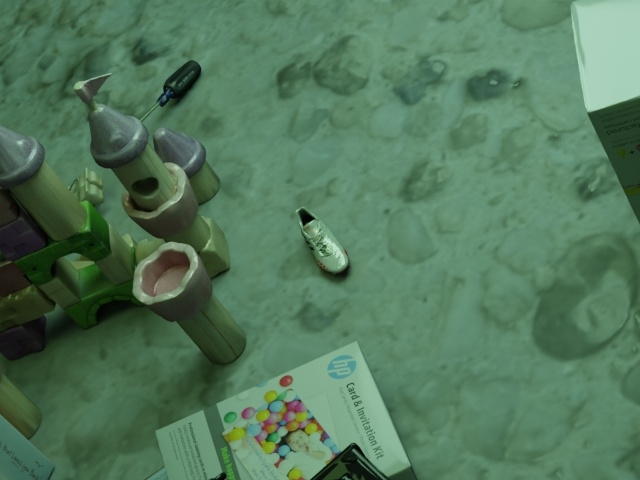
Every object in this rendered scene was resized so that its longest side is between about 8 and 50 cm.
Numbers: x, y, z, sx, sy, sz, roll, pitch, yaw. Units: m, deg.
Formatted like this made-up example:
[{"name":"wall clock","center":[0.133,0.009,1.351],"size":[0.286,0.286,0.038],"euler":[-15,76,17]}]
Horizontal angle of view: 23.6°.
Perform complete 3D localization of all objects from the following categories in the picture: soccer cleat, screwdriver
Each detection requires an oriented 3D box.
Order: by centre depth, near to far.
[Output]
[{"name":"soccer cleat","center":[0.000,0.000,1.409],"size":[0.029,0.035,0.083],"euler":[-34,43,1]},{"name":"screwdriver","center":[-0.179,-0.135,1.626],"size":[0.024,0.025,0.170],"euler":[14,52,32]}]

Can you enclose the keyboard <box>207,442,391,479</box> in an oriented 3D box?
[{"name":"keyboard","center":[-0.075,0.270,1.129],"size":[0.317,0.033,0.201],"euler":[-40,55,-13]}]

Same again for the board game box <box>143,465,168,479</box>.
[{"name":"board game box","center":[-0.146,0.271,1.267],"size":[0.281,0.027,0.145],"euler":[-34,42,0]}]

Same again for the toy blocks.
[{"name":"toy blocks","center":[-0.254,-0.026,1.423],"size":[0.289,0.260,0.309],"euler":[-22,45,13]}]

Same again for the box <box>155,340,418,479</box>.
[{"name":"box","center":[-0.029,0.177,1.234],"size":[0.186,0.038,0.145],"euler":[-23,43,0]}]

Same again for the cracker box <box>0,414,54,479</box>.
[{"name":"cracker box","center":[-0.340,0.249,1.310],"size":[0.067,0.155,0.232],"euler":[3,54,34]}]

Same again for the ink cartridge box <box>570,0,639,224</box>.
[{"name":"ink cartridge box","center":[0.291,-0.109,1.229],"size":[0.128,0.176,0.127],"euler":[-17,49,19]}]
